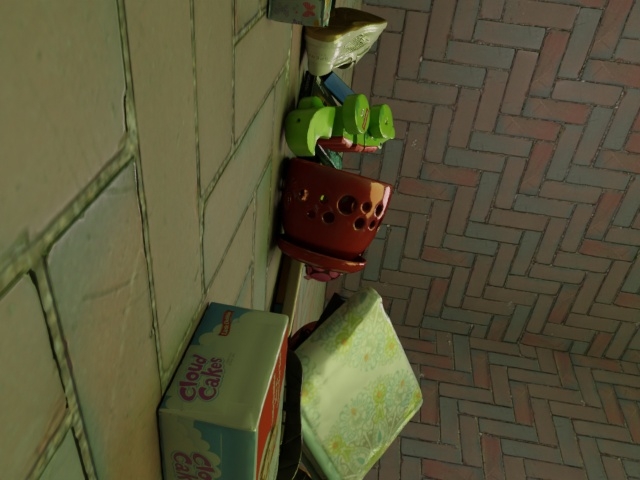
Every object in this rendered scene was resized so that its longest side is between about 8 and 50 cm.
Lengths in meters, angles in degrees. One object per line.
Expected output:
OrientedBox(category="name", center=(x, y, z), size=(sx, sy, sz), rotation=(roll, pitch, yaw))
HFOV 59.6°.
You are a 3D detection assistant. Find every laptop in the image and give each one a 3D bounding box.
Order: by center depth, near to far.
OrientedBox(category="laptop", center=(0.065, -0.406, 1.237), size=(0.234, 0.136, 0.265), rotation=(-75, 173, -67))

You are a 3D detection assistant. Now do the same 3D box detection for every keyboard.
OrientedBox(category="keyboard", center=(-0.038, 0.255, 1.223), size=(0.317, 0.033, 0.201), rotation=(-61, 159, 0))

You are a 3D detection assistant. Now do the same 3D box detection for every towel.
OrientedBox(category="towel", center=(0.062, 0.333, 1.204), size=(0.320, 0.090, 0.375), rotation=(-43, 123, -29))

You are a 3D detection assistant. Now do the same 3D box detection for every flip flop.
OrientedBox(category="flip flop", center=(-0.089, 0.309, 0.940), size=(0.277, 0.112, 0.080), rotation=(-85, -165, -45))

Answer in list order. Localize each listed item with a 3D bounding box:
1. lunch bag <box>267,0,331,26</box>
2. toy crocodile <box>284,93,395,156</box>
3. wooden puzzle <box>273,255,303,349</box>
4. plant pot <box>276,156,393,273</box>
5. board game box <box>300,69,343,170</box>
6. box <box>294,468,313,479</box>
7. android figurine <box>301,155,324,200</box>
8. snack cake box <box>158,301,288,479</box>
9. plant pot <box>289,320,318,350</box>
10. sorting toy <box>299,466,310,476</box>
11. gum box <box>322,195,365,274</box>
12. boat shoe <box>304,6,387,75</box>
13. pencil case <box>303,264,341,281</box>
OrientedBox(category="lunch bag", center=(-0.020, -0.296, 0.650), size=(0.053, 0.071, 0.083), rotation=(-71, 169, -64))
OrientedBox(category="toy crocodile", center=(0.049, -0.201, 1.018), size=(0.340, 0.115, 0.105), rotation=(-13, 105, -64))
OrientedBox(category="wooden puzzle", center=(-0.072, 0.130, 1.199), size=(0.239, 0.044, 0.221), rotation=(102, -2, -68))
OrientedBox(category="plant pot", center=(0.015, -0.044, 0.997), size=(0.191, 0.191, 0.174), rotation=(-56, 164, -82))
OrientedBox(category="board game box", center=(0.006, -0.225, 1.094), size=(0.186, 0.026, 0.126), rotation=(45, 50, -59))
OrientedBox(category="box", center=(-0.064, 0.623, 1.235), size=(0.183, 0.056, 0.231), rotation=(-51, 141, -26))
OrientedBox(category="android figurine", center=(-0.020, -0.115, 1.225), size=(0.273, 0.056, 0.249), rotation=(83, 15, -66))
OrientedBox(category="snack cake box", center=(-0.095, 0.218, 0.587), size=(0.152, 0.089, 0.265), rotation=(-72, 170, -58))
OrientedBox(category="plant pot", center=(0.014, 0.326, 1.443), size=(0.243, 0.274, 0.275), rotation=(-132, -130, -84))
OrientedBox(category="sorting toy", center=(-0.102, 0.672, 1.342), size=(0.127, 0.126, 0.366), rotation=(-63, 161, -80))
OrientedBox(category="gum box", center=(0.051, -0.040, 1.145), size=(0.062, 0.107, 0.189), rotation=(-9, 126, -48))
OrientedBox(category="boat shoe", center=(0.043, -0.375, 1.059), size=(0.277, 0.098, 0.096), rotation=(-43, 151, -50))
OrientedBox(category="pencil case", center=(0.000, 0.000, 1.380), size=(0.095, 0.098, 0.209), rotation=(37, 35, -34))
